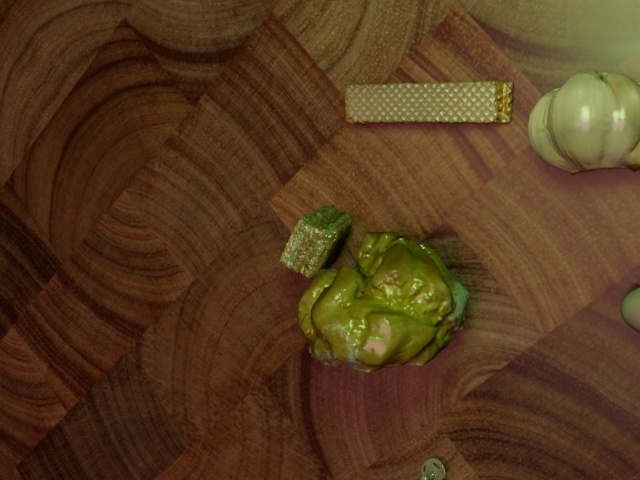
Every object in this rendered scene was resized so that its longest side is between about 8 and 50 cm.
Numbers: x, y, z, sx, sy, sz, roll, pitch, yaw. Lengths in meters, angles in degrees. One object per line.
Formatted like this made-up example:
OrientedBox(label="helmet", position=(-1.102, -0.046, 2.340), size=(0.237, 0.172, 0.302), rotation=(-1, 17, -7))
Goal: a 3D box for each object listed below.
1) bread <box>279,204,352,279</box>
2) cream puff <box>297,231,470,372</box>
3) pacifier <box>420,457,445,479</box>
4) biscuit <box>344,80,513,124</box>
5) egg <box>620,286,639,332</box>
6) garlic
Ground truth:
OrientedBox(label="bread", position=(0.000, 0.000, 1.757), size=(0.102, 0.196, 0.138), rotation=(31, 111, 13))
OrientedBox(label="cream puff", position=(0.126, 0.121, 1.639), size=(0.378, 0.378, 0.276), rotation=(-4, 95, 28))
OrientedBox(label="pacifier", position=(0.253, 0.550, 1.768), size=(0.068, 0.064, 0.083), rotation=(27, 109, 40))
OrientedBox(label="biscuit", position=(0.229, -0.302, 1.670), size=(0.378, 0.054, 0.094), rotation=(5, 100, 27))
OrientedBox(label="egg", position=(0.658, 0.139, 1.478), size=(0.135, 0.103, 0.103), rotation=(10, 101, 29))
OrientedBox(label="garlic", position=(0.540, -0.236, 1.447), size=(0.280, 0.184, 0.203), rotation=(-1, 80, 28))
